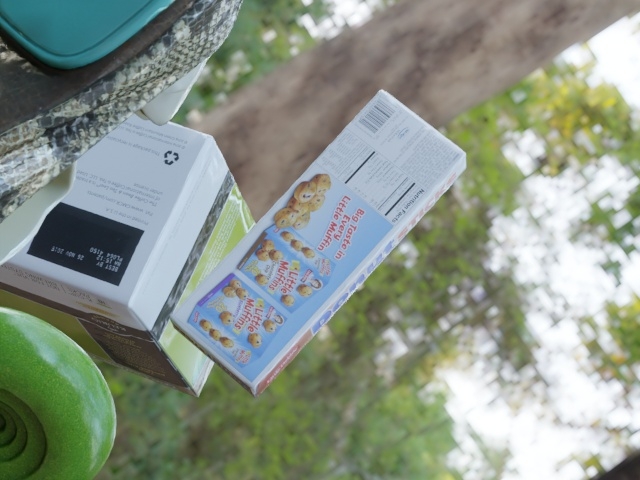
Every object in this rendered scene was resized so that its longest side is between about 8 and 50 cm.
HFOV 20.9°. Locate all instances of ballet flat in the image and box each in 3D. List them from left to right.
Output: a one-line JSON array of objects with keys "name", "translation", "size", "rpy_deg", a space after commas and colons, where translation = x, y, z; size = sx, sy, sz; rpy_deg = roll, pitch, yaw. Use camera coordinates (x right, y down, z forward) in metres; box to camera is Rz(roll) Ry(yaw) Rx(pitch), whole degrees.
[{"name": "ballet flat", "translation": [-0.201, -0.098, 1.211], "size": [0.164, 0.483, 0.182], "rpy_deg": [42, -11, 33]}]

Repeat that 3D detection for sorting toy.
[{"name": "sorting toy", "translation": [-0.175, 0.137, 0.884], "size": [0.126, 0.127, 0.365], "rpy_deg": [-71, 153, -56]}]

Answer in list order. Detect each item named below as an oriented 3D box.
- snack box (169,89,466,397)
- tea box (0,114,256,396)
[{"name": "snack box", "translation": [0.000, 0.000, 0.961], "size": [0.064, 0.178, 0.022], "rpy_deg": [39, -12, 16]}, {"name": "tea box", "translation": [-0.276, -0.010, 2.011], "size": [0.329, 0.220, 0.323], "rpy_deg": [19, -19, 16]}]
